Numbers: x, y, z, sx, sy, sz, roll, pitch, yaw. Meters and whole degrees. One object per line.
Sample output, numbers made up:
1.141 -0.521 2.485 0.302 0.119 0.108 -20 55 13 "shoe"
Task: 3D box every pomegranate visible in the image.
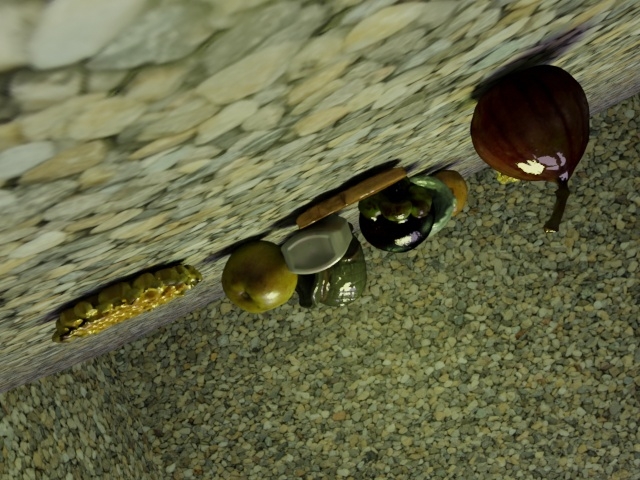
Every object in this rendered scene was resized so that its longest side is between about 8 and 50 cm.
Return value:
0.473 -0.180 1.764 0.196 0.196 0.196 -26 176 -2 "pomegranate"

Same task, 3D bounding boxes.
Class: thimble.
0.335 -0.112 1.554 0.249 0.205 0.172 -10 172 7 "thimble"

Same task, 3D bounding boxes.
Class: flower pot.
0.018 0.076 1.551 0.213 0.302 0.302 -10 171 -20 "flower pot"

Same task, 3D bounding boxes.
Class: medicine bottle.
0.000 0.000 1.232 0.161 0.111 0.296 -17 -170 11 "medicine bottle"

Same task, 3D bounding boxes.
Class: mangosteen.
0.214 -0.076 1.308 0.242 0.243 0.243 -26 176 -2 "mangosteen"

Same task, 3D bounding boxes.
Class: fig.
0.375 -0.165 0.778 0.186 0.250 0.203 -37 175 14 "fig"

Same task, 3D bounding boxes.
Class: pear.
-0.161 0.094 1.201 0.199 0.200 0.200 -26 176 -2 "pear"

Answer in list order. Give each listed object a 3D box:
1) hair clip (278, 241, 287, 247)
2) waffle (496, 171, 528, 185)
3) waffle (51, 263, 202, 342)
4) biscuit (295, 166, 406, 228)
-0.163 0.052 1.648 0.275 0.083 0.048 -33 172 -6 "hair clip"
0.590 -0.280 1.254 0.280 0.060 0.262 -33 140 -4 "waffle"
-0.405 0.128 1.001 0.329 0.062 0.329 -27 175 -3 "waffle"
0.070 -0.105 1.100 0.288 0.044 0.202 -24 -179 8 "biscuit"
